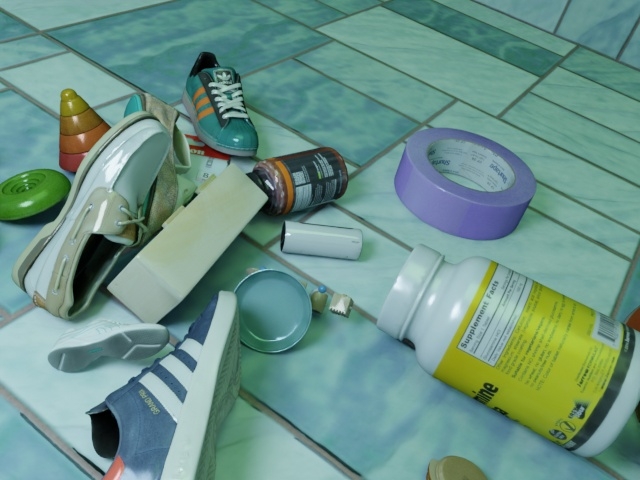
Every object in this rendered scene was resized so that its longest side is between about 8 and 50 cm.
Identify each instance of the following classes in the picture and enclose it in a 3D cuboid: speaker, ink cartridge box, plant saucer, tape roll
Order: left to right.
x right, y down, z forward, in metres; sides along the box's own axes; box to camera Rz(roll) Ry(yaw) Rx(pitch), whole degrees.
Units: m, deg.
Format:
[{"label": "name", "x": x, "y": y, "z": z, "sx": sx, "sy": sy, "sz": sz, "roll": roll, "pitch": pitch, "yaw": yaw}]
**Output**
[{"label": "ink cartridge box", "x": -0.265, "y": -0.157, "z": 1.137, "sx": 0.189, "sy": 0.066, "sz": 0.232, "roll": 10, "pitch": 44, "yaw": -7}, {"label": "plant saucer", "x": -0.071, "y": 0.101, "z": 0.877, "sx": 0.119, "sy": 0.119, "sz": 0.021, "roll": 20, "pitch": -2, "yaw": 5}, {"label": "speaker", "x": 0.000, "y": 0.000, "z": 1.039, "sx": 0.136, "sy": 0.055, "sz": 0.055, "roll": 6, "pitch": 40, "yaw": -11}, {"label": "tape roll", "x": 0.296, "y": -0.123, "z": 1.255, "sx": 0.275, "sy": 0.090, "sz": 0.275, "roll": 9, "pitch": 41, "yaw": -8}]

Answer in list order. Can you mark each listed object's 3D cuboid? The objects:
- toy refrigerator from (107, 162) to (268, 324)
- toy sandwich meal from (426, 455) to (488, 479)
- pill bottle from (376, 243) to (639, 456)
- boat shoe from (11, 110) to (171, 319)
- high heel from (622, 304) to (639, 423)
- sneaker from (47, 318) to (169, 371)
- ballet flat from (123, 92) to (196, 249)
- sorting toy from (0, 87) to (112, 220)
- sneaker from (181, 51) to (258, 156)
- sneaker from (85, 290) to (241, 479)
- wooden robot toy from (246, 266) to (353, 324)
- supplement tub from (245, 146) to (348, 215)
[{"label": "toy refrigerator", "x": -0.194, "y": -0.005, "z": 0.920, "sx": 0.094, "sy": 0.102, "sz": 0.269, "roll": 45, "pitch": 40, "yaw": -10}, {"label": "toy sandwich meal", "x": 0.173, "y": 0.307, "z": 0.760, "sx": 0.085, "sy": 0.029, "sz": 0.085, "roll": 18, "pitch": 32, "yaw": -12}, {"label": "pill bottle", "x": 0.257, "y": 0.140, "z": 0.857, "sx": 0.334, "sy": 0.188, "sz": 0.188, "roll": 27, "pitch": 41, "yaw": 14}, {"label": "boat shoe", "x": -0.289, "y": -0.030, "z": 0.834, "sx": 0.103, "sy": 0.302, "sz": 0.113, "roll": 36, "pitch": 4, "yaw": 21}, {"label": "high heel", "x": 0.559, "y": 0.235, "z": 0.944, "sx": 0.181, "sy": 0.127, "sz": 0.377, "roll": 50, "pitch": 38, "yaw": -5}, {"label": "sneaker", "x": -0.270, "y": 0.123, "z": 0.786, "sx": 0.152, "sy": 0.054, "sz": 0.061, "roll": -9, "pitch": 33, "yaw": -1}, {"label": "ballet flat", "x": -0.257, "y": -0.115, "z": 0.987, "sx": 0.106, "sy": 0.107, "sz": 0.316, "roll": 19, "pitch": 48, "yaw": -37}, {"label": "sorting toy", "x": -0.460, "y": -0.128, "z": 0.954, "sx": 0.127, "sy": 0.126, "sz": 0.365, "roll": 7, "pitch": 39, "yaw": 24}, {"label": "sneaker", "x": -0.204, "y": -0.283, "z": 1.234, "sx": 0.108, "sy": 0.121, "sz": 0.302, "roll": -5, "pitch": 40, "yaw": -33}, {"label": "sneaker", "x": -0.183, "y": 0.182, "z": 0.715, "sx": 0.148, "sy": 0.131, "sz": 0.350, "roll": 2, "pitch": 33, "yaw": 4}, {"label": "wooden robot toy", "x": -0.043, "y": 0.099, "z": 0.920, "sx": 0.173, "sy": 0.076, "sz": 0.079, "roll": 18, "pitch": 75, "yaw": 2}, {"label": "supplement tub", "x": -0.053, "y": -0.105, "z": 1.104, "sx": 0.198, "sy": 0.106, "sz": 0.106, "roll": -17, "pitch": 49, "yaw": -34}]
